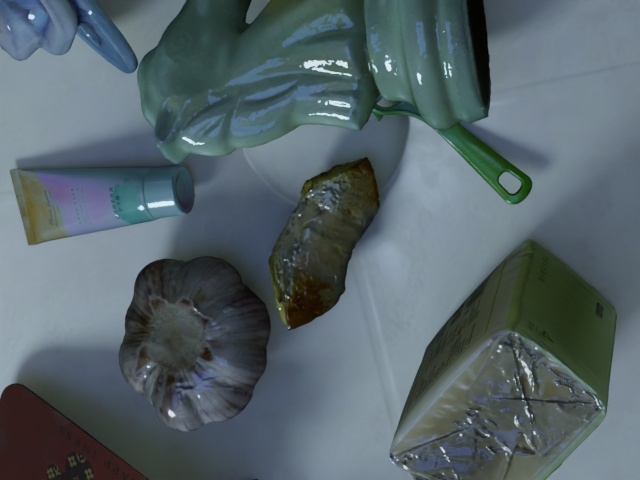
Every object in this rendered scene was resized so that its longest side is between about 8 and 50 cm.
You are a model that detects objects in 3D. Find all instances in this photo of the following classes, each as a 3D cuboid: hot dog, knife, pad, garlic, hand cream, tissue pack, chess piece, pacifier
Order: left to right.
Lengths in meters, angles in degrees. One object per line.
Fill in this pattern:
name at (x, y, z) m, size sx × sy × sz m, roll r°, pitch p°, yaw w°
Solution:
pacifier at (-0.230, -0.281, 1.535) m, size 0.287 × 0.238 × 0.226 m, roll 42°, pitch 81°, yaw -1°
pad at (-0.223, 0.263, 1.709) m, size 0.267 × 0.004 × 0.181 m, roll 31°, pitch 121°, yaw 30°
hand cream at (-0.203, -0.037, 1.672) m, size 0.174 × 0.047 × 0.076 m, roll -5°, pitch 107°, yaw 22°
garlic at (-0.113, 0.091, 1.657) m, size 0.147 × 0.102 × 0.159 m, roll -22°, pitch 77°, yaw 18°
chess piece at (-0.011, -0.165, 1.521) m, size 0.298 × 0.176 × 0.176 m, roll -8°, pitch 104°, yaw 11°
hot dog at (-0.001, -0.001, 1.628) m, size 0.078 × 0.061 × 0.169 m, roll 28°, pitch 90°, yaw -30°
knife at (0.121, -0.096, 1.596) m, size 0.166 × 0.022 × 0.078 m, roll 41°, pitch 97°, yaw -2°
tissue pack at (0.161, 0.118, 1.539) m, size 0.125 × 0.234 × 0.159 m, roll 41°, pitch 110°, yaw -4°

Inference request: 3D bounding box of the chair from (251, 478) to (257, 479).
chair at (-0.146, 0.323, 1.730) m, size 0.229 × 0.113 × 0.106 m, roll -23°, pitch 99°, yaw 13°
